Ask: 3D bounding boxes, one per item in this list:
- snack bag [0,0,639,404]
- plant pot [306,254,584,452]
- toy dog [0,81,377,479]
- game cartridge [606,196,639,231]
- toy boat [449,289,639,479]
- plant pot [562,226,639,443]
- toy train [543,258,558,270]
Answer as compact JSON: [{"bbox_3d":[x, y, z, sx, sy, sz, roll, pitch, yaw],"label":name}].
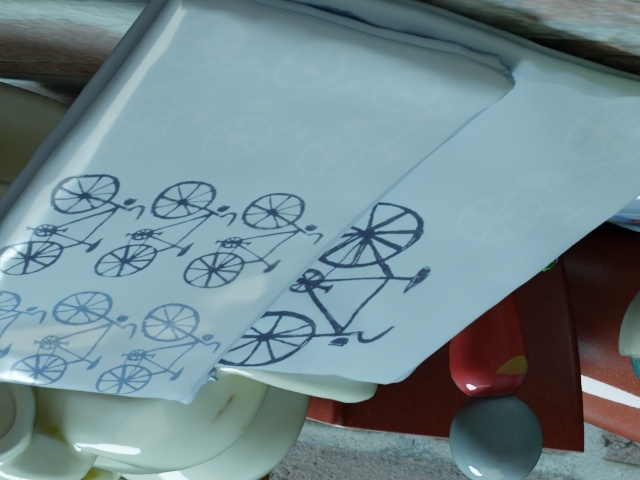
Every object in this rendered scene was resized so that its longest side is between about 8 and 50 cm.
[{"bbox_3d":[0.000,0.000,0.696,0.342,0.037,0.323,9,142,-36],"label":"snack bag"},{"bbox_3d":[0.097,0.068,1.351,0.267,0.235,0.267,10,175,-23],"label":"plant pot"},{"bbox_3d":[-0.132,0.075,1.070,0.395,0.284,0.408,-1,162,12],"label":"toy dog"},{"bbox_3d":[0.295,-0.027,0.907,0.198,0.062,0.297,0,173,36],"label":"game cartridge"},{"bbox_3d":[0.247,0.091,0.962,0.318,0.148,0.267,-5,176,7],"label":"toy boat"},{"bbox_3d":[0.355,0.103,1.452,0.265,0.272,0.272,15,179,19],"label":"plant pot"},{"bbox_3d":[0.125,0.010,0.950,0.083,0.017,0.024,4,-175,10],"label":"toy train"}]
